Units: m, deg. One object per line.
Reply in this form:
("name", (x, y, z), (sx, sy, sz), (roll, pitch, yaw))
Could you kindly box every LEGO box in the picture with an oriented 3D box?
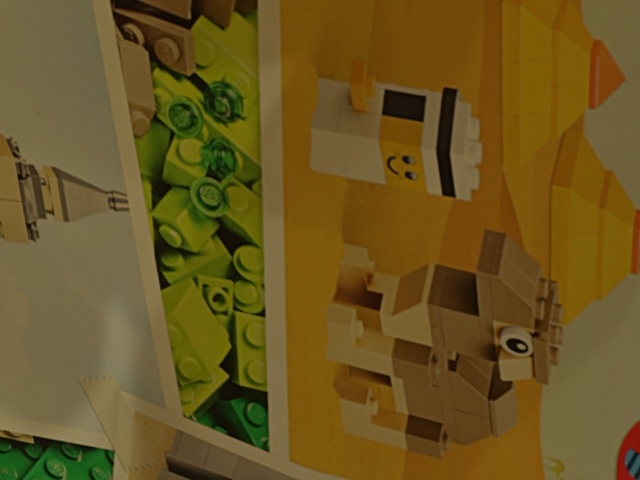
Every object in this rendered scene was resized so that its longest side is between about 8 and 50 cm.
("LEGO box", (0.000, 0.000, 0.576), (0.372, 0.193, 0.500), (14, -57, 22))
